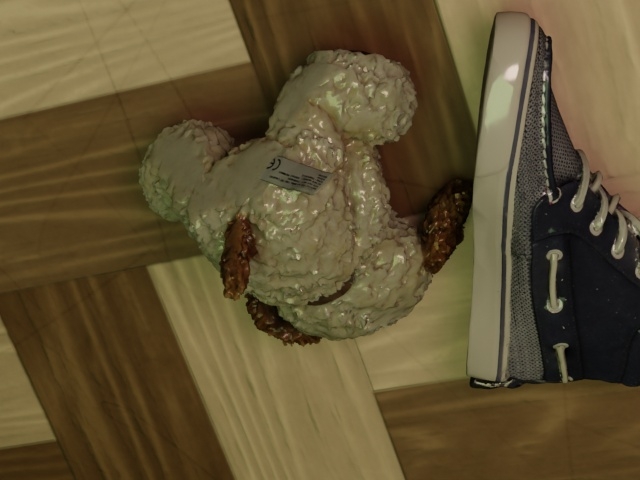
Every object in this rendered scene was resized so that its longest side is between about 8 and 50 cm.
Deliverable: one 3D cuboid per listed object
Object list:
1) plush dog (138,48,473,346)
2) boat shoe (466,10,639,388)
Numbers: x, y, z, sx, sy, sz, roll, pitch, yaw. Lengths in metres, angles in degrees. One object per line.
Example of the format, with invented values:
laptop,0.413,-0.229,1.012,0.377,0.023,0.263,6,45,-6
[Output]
plush dog,0.000,0.000,1.439,0.262,0.211,0.225,-26,135,28
boat shoe,0.202,-0.025,1.400,0.158,0.127,0.341,4,128,7
